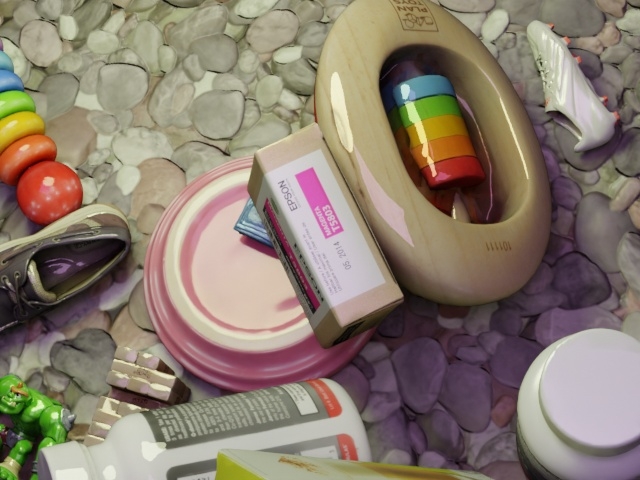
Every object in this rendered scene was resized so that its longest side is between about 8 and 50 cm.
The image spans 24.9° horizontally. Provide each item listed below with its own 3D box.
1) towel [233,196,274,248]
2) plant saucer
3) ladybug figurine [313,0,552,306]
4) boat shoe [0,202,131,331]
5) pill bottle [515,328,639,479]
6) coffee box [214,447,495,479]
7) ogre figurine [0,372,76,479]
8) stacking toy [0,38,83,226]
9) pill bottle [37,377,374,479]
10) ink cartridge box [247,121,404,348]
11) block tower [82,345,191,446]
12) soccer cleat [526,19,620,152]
[{"bbox_3d":[-0.057,-0.052,1.862,0.067,0.029,0.119,23,76,13],"label":"towel"},{"bbox_3d":[-0.075,0.034,1.897,0.332,0.084,0.332,-2,71,7],"label":"plant saucer"},{"bbox_3d":[0.126,-0.112,1.847,0.305,0.162,0.449,-2,66,-30],"label":"ladybug figurine"},{"bbox_3d":[-0.376,0.049,1.912,0.285,0.092,0.103,-29,113,-6],"label":"boat shoe"},{"bbox_3d":[0.313,0.205,1.663,0.176,0.318,0.176,-2,71,6],"label":"pill bottle"},{"bbox_3d":[0.068,0.419,1.482,0.334,0.337,0.338,10,89,-22],"label":"coffee box"},{"bbox_3d":[-0.392,0.243,1.865,0.197,0.097,0.118,17,71,54],"label":"ogre figurine"},{"bbox_3d":[-0.439,-0.157,1.989,0.141,0.141,0.330,-34,75,-4],"label":"stacking toy"},{"bbox_3d":[-0.135,0.291,1.696,0.363,0.210,0.210,-8,69,-18],"label":"pill bottle"},{"bbox_3d":[0.000,0.000,1.741,0.088,0.193,0.235,-24,81,-10],"label":"ink cartridge box"},{"bbox_3d":[-0.261,0.309,1.826,0.091,0.097,0.335,14,76,13],"label":"block tower"},{"bbox_3d":[0.321,-0.207,1.933,0.076,0.068,0.196,-31,73,0],"label":"soccer cleat"}]
